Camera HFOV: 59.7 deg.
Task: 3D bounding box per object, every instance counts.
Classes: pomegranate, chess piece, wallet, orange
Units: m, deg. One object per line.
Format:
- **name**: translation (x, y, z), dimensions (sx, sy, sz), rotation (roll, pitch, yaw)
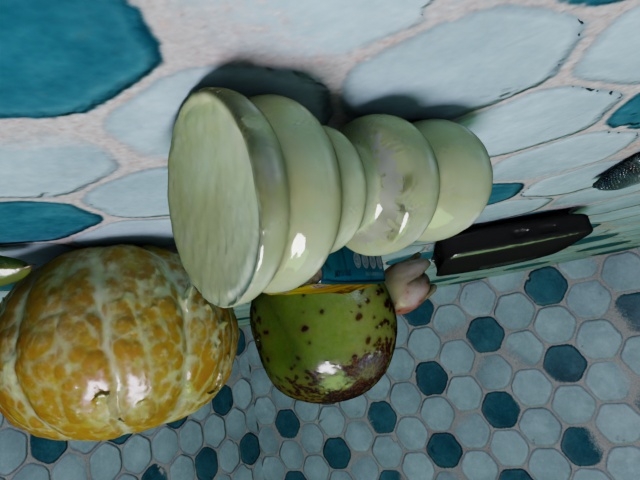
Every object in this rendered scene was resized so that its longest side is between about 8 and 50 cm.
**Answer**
- **pomegranate**: translation (0.051, 0.122, 0.963), dimensions (0.341, 0.285, 0.285), rotation (-18, 172, -16)
- **chess piece**: translation (0.030, -0.040, 0.425), dimensions (0.251, 0.144, 0.144), rotation (-8, 171, -34)
- **wallet**: translation (0.436, -0.094, 0.749), dimensions (0.088, 0.026, 0.129), rotation (-9, 169, -5)
- **orange**: translation (-0.278, 0.136, 0.767), dimensions (0.329, 0.249, 0.329), rotation (-5, 172, -1)

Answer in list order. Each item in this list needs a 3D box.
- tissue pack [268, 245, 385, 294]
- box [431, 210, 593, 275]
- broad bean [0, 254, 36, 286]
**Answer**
- **tissue pack**: translation (0.000, 0.000, 0.622), dimensions (0.082, 0.120, 0.169), rotation (-16, 169, 26)
- **box**: translation (0.376, 0.012, 1.148), dimensions (0.289, 0.073, 0.290), rotation (-11, 169, 8)
- **broad bean**: translation (-0.476, 0.035, 0.577), dimensions (0.325, 0.067, 0.075), rotation (-2, 137, -26)
